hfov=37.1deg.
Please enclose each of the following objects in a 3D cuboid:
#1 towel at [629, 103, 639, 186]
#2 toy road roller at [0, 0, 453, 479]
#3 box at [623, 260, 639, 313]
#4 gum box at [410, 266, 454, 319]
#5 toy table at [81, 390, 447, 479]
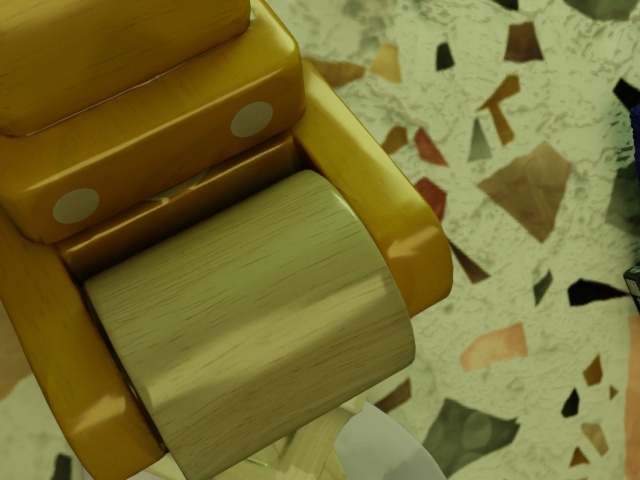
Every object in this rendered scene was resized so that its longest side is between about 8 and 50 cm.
[{"bbox_3d":[0.406,-0.045,0.835,0.308,0.076,0.227,-17,97,-24],"label":"towel"},{"bbox_3d":[-0.094,-0.067,0.480,0.203,0.329,0.240,-28,149,-12],"label":"toy road roller"},{"bbox_3d":[0.313,0.047,0.848,0.067,0.018,0.083,-35,111,-14],"label":"box"},{"bbox_3d":[0.000,0.000,0.682,0.107,0.062,0.188,-47,113,-9],"label":"gum box"},{"bbox_3d":[-0.018,0.165,0.610,0.275,0.161,0.252,10,76,-10],"label":"toy table"}]
